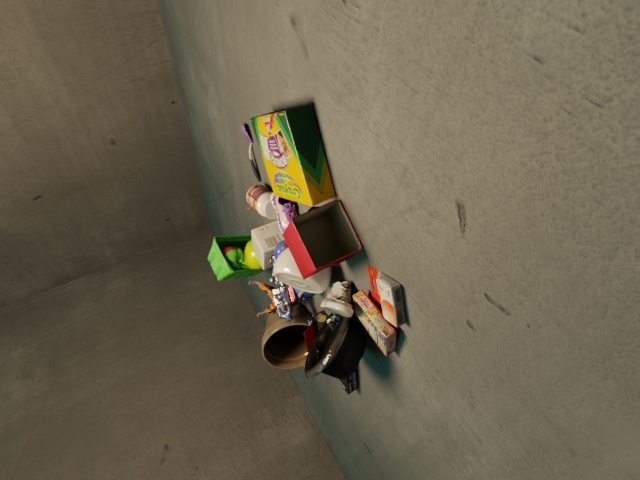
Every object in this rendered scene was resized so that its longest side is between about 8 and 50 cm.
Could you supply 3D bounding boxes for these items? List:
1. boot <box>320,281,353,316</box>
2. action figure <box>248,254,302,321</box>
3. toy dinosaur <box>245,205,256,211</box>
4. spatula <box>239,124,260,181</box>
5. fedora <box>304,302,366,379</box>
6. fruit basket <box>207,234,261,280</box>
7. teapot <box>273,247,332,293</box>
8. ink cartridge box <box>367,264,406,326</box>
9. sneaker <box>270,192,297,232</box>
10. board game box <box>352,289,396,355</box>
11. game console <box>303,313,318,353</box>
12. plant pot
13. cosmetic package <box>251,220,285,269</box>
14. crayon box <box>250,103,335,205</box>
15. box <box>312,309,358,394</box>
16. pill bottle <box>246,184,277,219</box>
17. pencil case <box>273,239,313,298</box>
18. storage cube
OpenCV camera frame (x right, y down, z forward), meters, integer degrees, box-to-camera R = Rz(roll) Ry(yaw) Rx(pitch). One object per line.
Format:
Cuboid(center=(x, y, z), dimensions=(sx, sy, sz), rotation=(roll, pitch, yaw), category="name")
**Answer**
Cuboid(center=(0.073, 0.204, 1.484), dimensions=(0.095, 0.124, 0.258), rotation=(28, 168, -12), category="boot")
Cuboid(center=(-0.205, 0.236, 2.067), dimensions=(0.329, 0.178, 0.342), rotation=(-9, 85, 32), category="action figure")
Cuboid(center=(-0.384, -0.209, 2.311), dimensions=(0.212, 0.064, 0.112), rotation=(114, 149, -51), category="toy dinosaur")
Cuboid(center=(-0.342, -0.426, 2.004), dimensions=(0.084, 0.030, 0.297), rotation=(39, 146, 53), category="spatula")
Cuboid(center=(0.077, 0.405, 1.552), dimensions=(0.152, 0.334, 0.334), rotation=(33, 159, -7), category="fedora")
Cuboid(center=(-0.416, 0.072, 2.358), dimensions=(0.283, 0.391, 0.392), rotation=(59, 158, 19), category="fruit basket")
Cuboid(center=(-0.056, 0.091, 1.632), dimensions=(0.252, 0.187, 0.255), rotation=(34, 154, -33), category="teapot")
Cuboid(center=(0.195, 0.172, 1.292), dimensions=(0.179, 0.045, 0.146), rotation=(28, 136, 55), category="ink cartridge box")
Cuboid(center=(-0.139, -0.118, 1.749), dimensions=(0.104, 0.095, 0.237), rotation=(-30, 82, 61), category="sneaker")
Cuboid(center=(0.185, 0.285, 1.399), dimensions=(0.193, 0.045, 0.147), rotation=(51, 163, 36), category="board game box")
Cuboid(center=(-0.058, 0.447, 1.945), dimensions=(0.124, 0.085, 0.144), rotation=(39, 144, 54), category="game console")
Cuboid(center=(-0.169, 0.478, 2.185), dimensions=(0.280, 0.322, 0.324), rotation=(-116, 14, -57), category="plant pot")
Cuboid(center=(-0.258, 0.026, 2.093), dimensions=(0.152, 0.151, 0.184), rotation=(58, 156, 25), category="cosmetic package")
Cuboid(center=(-0.109, -0.304, 1.452), dimensions=(0.363, 0.106, 0.314), rotation=(24, 133, 61), category="crayon box")
Cuboid(center=(0.069, 0.531, 1.933), dimensions=(0.295, 0.073, 0.294), rotation=(46, 150, 45), category="box")
Cuboid(center=(-0.262, -0.182, 1.929), dimensions=(0.221, 0.121, 0.121), rotation=(37, 144, 53), category="pill bottle")
Cuboid(center=(-0.111, 0.135, 1.885), dimensions=(0.306, 0.119, 0.133), rotation=(54, 127, 31), category="pencil case")
Cuboid(center=(0.000, 0.000, 1.394), dimensions=(0.215, 0.183, 0.193), rotation=(63, 160, 7), category="storage cube")
